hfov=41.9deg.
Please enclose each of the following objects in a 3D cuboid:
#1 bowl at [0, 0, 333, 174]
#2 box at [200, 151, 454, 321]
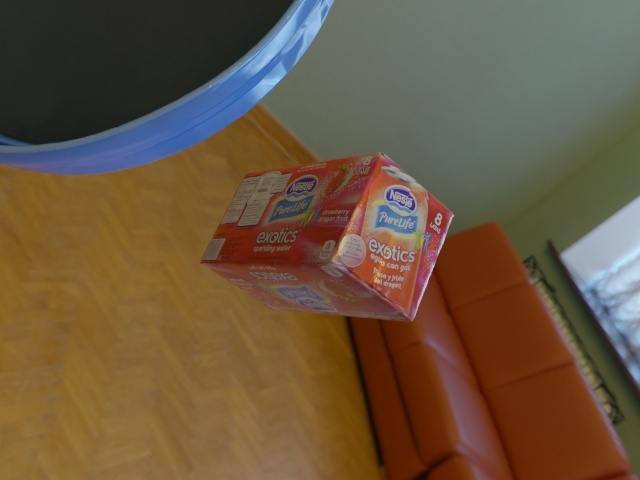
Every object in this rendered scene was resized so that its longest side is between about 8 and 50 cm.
[{"bbox_3d":[-0.163,-0.227,0.612,0.391,0.391,0.077,58,0,23],"label":"bowl"},{"bbox_3d":[0.000,0.000,0.901,0.123,0.128,0.257,36,-22,-30],"label":"box"}]
